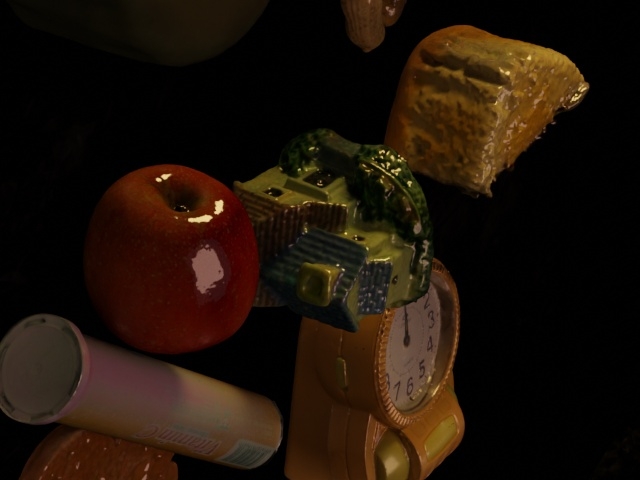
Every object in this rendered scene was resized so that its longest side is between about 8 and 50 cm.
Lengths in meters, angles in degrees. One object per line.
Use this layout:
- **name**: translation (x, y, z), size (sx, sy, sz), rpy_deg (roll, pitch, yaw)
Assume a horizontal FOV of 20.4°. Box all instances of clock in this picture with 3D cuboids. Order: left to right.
- **clock**: translation (0.074, 0.163, 2.325), size (0.244, 0.200, 0.317), rpy_deg (-40, 134, -51)

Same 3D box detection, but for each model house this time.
- **model house**: translation (0.000, 0.000, 2.016), size (0.189, 0.214, 0.195), rpy_deg (-31, 138, -51)

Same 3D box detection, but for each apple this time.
- **apple**: translation (-0.146, 0.020, 1.778), size (0.181, 0.181, 0.168), rpy_deg (-34, 147, -50)

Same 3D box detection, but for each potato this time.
- **potato**: translation (0.087, -0.300, 2.153), size (0.051, 0.040, 0.083), rpy_deg (-4, 112, -57)

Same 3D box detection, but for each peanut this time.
- **peanut**: translation (0.052, -0.266, 2.101), size (0.054, 0.054, 0.113), rpy_deg (-55, 154, -27)

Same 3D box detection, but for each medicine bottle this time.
- **medicine bottle**: translation (-0.179, 0.173, 1.878), size (0.426, 0.108, 0.108), rpy_deg (30, 83, -60)

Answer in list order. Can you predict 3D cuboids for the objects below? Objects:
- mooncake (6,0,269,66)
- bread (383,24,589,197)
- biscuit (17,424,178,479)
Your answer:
- **mooncake**: translation (-0.146, -0.333, 1.497), size (0.356, 0.194, 0.356), rpy_deg (-47, 147, -45)
- **bread**: translation (0.193, -0.188, 2.281), size (0.262, 0.204, 0.163), rpy_deg (-47, 136, -31)
- **biscuit**: translation (-0.247, 0.274, 1.930), size (0.288, 0.044, 0.202), rpy_deg (-33, 130, -55)
